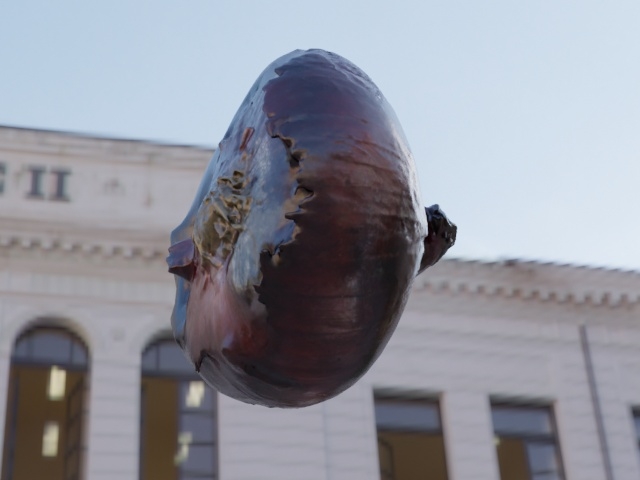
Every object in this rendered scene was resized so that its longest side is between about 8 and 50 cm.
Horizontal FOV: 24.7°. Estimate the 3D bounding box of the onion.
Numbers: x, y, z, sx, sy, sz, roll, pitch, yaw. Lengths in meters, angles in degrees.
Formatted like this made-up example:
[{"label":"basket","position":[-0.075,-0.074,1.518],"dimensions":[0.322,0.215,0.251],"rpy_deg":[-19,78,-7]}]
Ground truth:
[{"label":"onion","position":[0.000,0.000,1.061],"dimensions":[0.195,0.272,0.272],"rpy_deg":[14,-39,-18]}]
